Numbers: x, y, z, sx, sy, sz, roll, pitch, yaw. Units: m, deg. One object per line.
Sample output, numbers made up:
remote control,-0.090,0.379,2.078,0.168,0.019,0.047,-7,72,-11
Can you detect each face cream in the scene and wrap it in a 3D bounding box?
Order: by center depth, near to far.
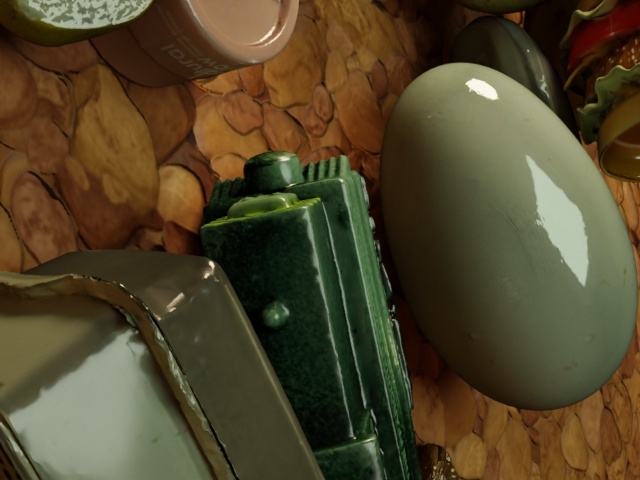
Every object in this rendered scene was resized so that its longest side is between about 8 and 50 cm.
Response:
face cream,-0.100,-0.198,0.816,0.149,0.104,0.149,12,75,-52

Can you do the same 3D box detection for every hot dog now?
hot dog,0.116,0.248,1.095,0.058,0.035,0.083,51,46,-41

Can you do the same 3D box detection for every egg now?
egg,0.183,0.000,1.066,0.230,0.230,0.371,-44,115,-48

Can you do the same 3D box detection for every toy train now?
toy train,-0.009,0.095,0.827,0.178,0.138,0.330,-46,124,-79

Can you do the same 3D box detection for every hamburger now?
hamburger,0.384,-0.202,1.120,0.274,0.274,0.212,16,60,-52

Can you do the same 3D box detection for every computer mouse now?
computer mouse,0.249,-0.108,1.224,0.331,0.095,0.197,63,-2,-29

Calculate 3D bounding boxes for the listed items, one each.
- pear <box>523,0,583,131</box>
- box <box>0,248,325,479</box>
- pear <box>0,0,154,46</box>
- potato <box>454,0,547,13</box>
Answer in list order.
pear,0.388,-0.267,1.372,0.281,0.281,0.280,13,74,-52
box,-0.116,0.147,0.646,0.166,0.220,0.290,-38,115,-35
pear,-0.179,-0.200,0.708,0.141,0.104,0.141,-12,111,-31
potato,0.230,-0.389,1.189,0.359,0.270,0.219,-49,112,-26
